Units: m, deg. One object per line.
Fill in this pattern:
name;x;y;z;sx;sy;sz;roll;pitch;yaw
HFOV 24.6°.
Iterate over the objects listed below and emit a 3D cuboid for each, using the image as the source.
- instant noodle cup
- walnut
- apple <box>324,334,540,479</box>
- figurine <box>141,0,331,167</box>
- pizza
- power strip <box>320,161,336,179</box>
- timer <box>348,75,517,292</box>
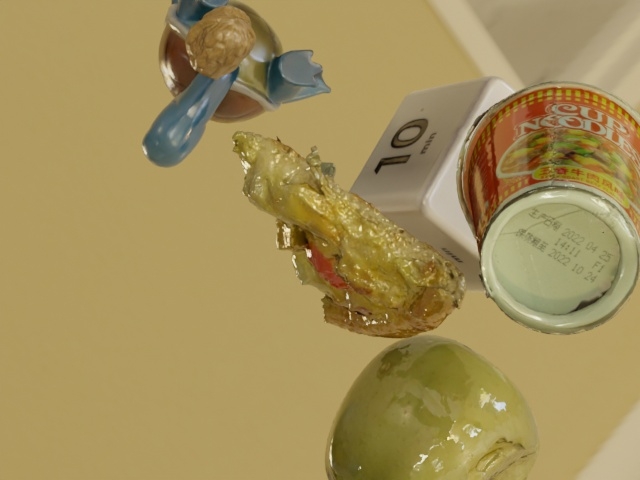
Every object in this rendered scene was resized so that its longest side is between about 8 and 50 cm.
instant noodle cup;0.203;-0.019;1.264;0.193;0.193;0.212;-30;-166;19
walnut;-0.124;-0.246;1.824;0.096;0.082;0.079;-44;-145;44
apple;0.134;0.255;1.849;0.279;0.279;0.279;-32;-157;15
figurine;-0.125;-0.251;2.071;0.243;0.298;0.416;-52;-169;24
pizza;0.000;0.000;1.556;0.075;0.287;0.280;-49;-174;-22
power strip;-0.018;-0.087;1.878;0.083;0.017;0.027;4;-125;25
timer;0.177;-0.062;1.756;0.192;0.194;0.195;-59;-156;-15
